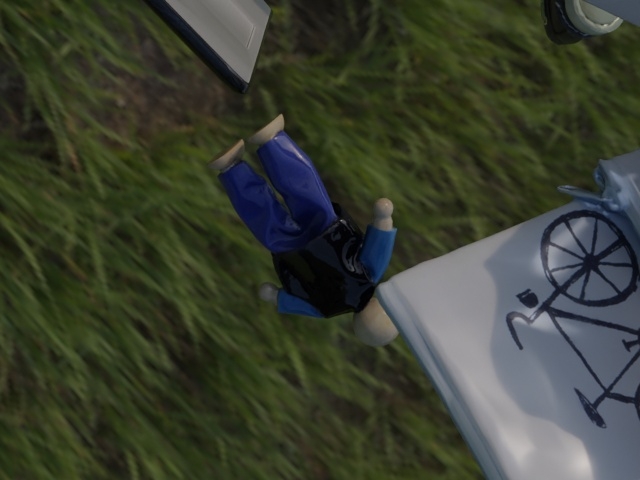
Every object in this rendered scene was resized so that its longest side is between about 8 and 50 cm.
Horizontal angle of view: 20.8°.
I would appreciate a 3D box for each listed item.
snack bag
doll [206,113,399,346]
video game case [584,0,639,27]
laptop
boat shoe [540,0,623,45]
[{"bbox_3d":[0.237,0.084,0.994,0.342,0.323,0.037,-21,157,-18],"label":"snack bag"},{"bbox_3d":[0.000,0.000,1.291,0.129,0.046,0.189,-31,99,22],"label":"doll"},{"bbox_3d":[0.252,-0.236,0.988,0.061,0.244,0.269,-50,164,-57],"label":"video game case"},{"bbox_3d":[-0.114,-0.372,1.410,0.236,0.382,0.408,-42,101,12],"label":"laptop"},{"bbox_3d":[0.245,-0.287,1.582,0.081,0.069,0.227,20,72,-22],"label":"boat shoe"}]
